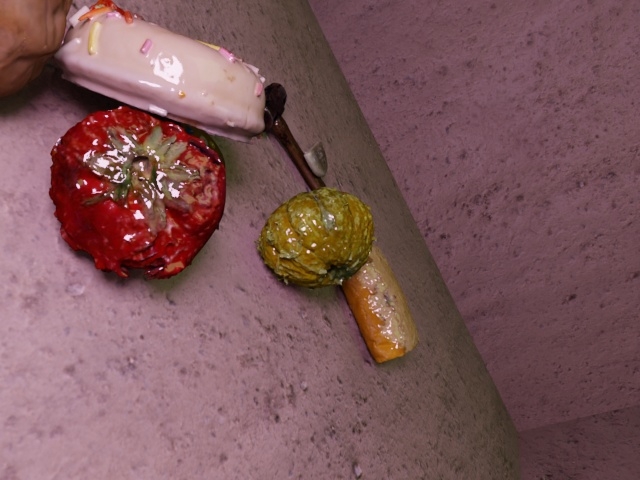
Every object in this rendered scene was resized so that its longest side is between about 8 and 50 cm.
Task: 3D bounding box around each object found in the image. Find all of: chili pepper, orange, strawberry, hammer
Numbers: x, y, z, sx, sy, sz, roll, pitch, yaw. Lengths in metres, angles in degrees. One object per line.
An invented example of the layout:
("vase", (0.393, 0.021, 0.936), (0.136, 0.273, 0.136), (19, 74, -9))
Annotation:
("chili pepper", (-0.443, -0.477, 0.987), (0.070, 0.073, 0.123), (27, 8, 24))
("orange", (0.000, 0.000, 1.127), (0.301, 0.300, 0.223), (56, 10, -64))
("strawberry", (-0.291, -0.067, 0.738), (0.274, 0.220, 0.274), (3, 82, -26))
("hammer", (-0.103, -0.319, 1.525), (0.409, 0.095, 0.242), (57, 24, -28))

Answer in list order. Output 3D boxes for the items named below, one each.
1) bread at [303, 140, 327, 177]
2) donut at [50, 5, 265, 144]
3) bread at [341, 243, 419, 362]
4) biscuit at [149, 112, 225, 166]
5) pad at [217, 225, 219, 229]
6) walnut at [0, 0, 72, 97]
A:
("bread", (-0.003, -0.279, 1.573), (0.112, 0.036, 0.193), (66, 22, -18))
("donut", (-0.274, -0.297, 0.823), (0.383, 0.142, 0.382), (19, 9, -3))
("bread", (0.185, 0.195, 1.485), (0.236, 0.165, 0.375), (3, 64, -68))
("biscuit", (-0.311, -0.235, 1.060), (0.236, 0.039, 0.180), (39, 33, -47))
("pad", (-0.303, -0.132, 0.967), (0.245, 0.006, 0.170), (26, 56, -54))
("walnut", (-0.470, -0.347, 0.571), (0.296, 0.285, 0.285), (62, 23, 10))
